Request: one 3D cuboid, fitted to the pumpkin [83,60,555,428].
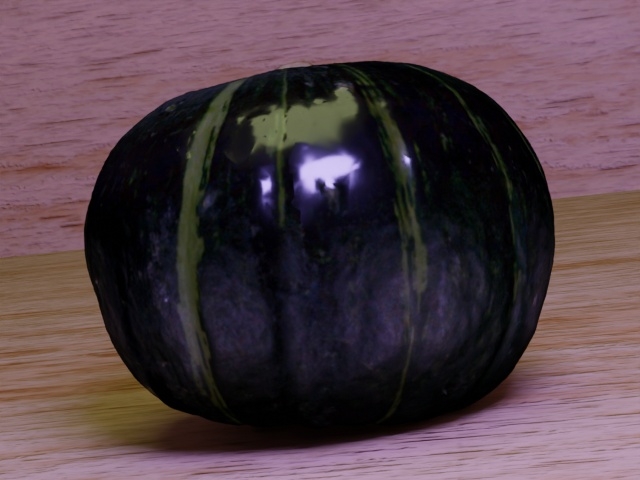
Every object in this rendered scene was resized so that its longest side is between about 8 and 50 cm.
[{"bbox_3d":[0.000,0.000,1.211,0.323,0.241,0.323,-5,7,1],"label":"pumpkin"}]
